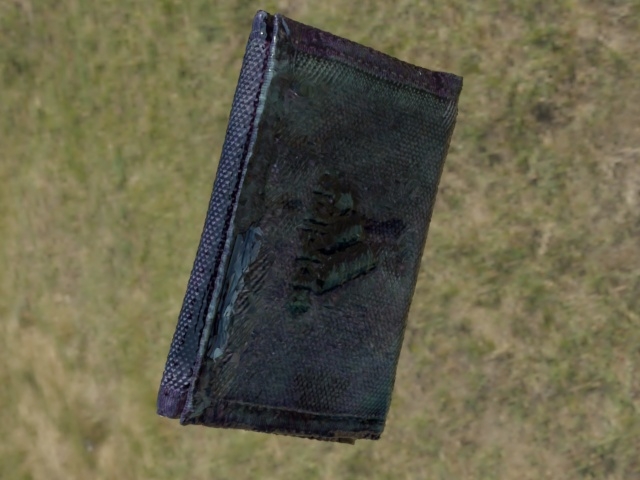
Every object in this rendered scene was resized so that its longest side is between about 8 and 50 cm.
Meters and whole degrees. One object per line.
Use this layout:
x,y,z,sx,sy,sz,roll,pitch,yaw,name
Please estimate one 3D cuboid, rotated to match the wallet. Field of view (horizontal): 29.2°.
-0.001,0.000,0.506,0.030,0.111,0.165,16,92,50,wallet
